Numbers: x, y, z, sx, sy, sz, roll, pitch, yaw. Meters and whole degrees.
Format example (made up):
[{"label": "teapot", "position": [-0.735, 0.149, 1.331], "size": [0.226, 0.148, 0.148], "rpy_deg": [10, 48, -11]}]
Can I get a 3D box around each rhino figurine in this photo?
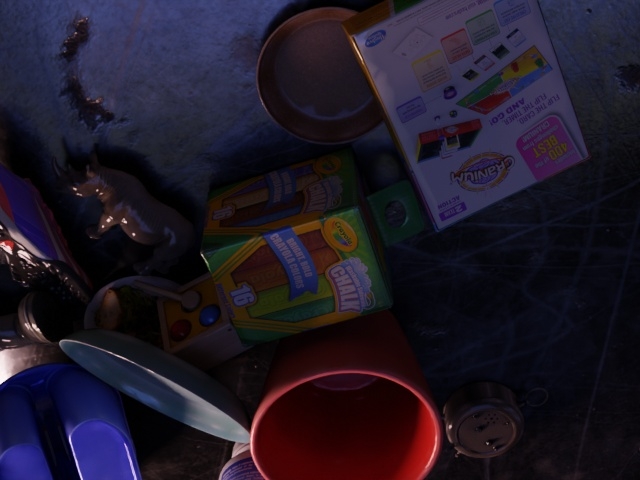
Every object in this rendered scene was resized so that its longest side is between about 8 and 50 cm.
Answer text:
[{"label": "rhino figurine", "position": [-0.285, -0.046, 1.496], "size": [0.243, 0.073, 0.106], "rpy_deg": [40, 117, -20]}]

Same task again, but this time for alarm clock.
[{"label": "alarm clock", "position": [0.287, 0.291, 1.717], "size": [0.192, 0.064, 0.129], "rpy_deg": [-29, 117, 12]}]

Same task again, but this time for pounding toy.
[{"label": "pounding toy", "position": [-0.189, 0.107, 1.532], "size": [0.130, 0.141, 0.100], "rpy_deg": [-28, 138, 11]}]

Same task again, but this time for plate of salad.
[{"label": "plate of salad", "position": [-0.270, 0.143, 1.625], "size": [0.200, 0.048, 0.199], "rpy_deg": [-1, 121, -1]}]

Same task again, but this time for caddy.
[{"label": "caddy", "position": [-0.419, 0.356, 1.681], "size": [0.241, 0.179, 0.341], "rpy_deg": [-17, 124, -16]}]

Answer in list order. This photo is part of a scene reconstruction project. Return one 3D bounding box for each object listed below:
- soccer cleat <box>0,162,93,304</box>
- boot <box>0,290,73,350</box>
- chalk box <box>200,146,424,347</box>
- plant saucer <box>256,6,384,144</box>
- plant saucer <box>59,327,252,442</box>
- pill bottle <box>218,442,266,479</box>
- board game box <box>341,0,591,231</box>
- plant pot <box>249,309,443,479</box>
[{"label": "soccer cleat", "position": [-0.420, -0.020, 1.499], "size": [0.109, 0.116, 0.318], "rpy_deg": [-4, 143, 31]}, {"label": "boot", "position": [-0.497, 0.133, 1.571], "size": [0.209, 0.076, 0.189], "rpy_deg": [-1, 156, 3]}, {"label": "chalk box", "position": [0.000, 0.000, 1.465], "size": [0.289, 0.179, 0.180], "rpy_deg": [-17, 121, 9]}, {"label": "plant saucer", "position": [0.013, -0.226, 1.412], "size": [0.199, 0.036, 0.198], "rpy_deg": [0, 121, 0]}, {"label": "plant saucer", "position": [-0.235, 0.209, 1.539], "size": [0.318, 0.043, 0.317], "rpy_deg": [23, 160, 9]}, {"label": "pill bottle", "position": [-0.093, 0.432, 1.671], "size": [0.152, 0.272, 0.152], "rpy_deg": [0, 121, 0]}, {"label": "board game box", "position": [0.199, -0.197, 1.389], "size": [0.242, 0.064, 0.316], "rpy_deg": [-26, 119, 1]}, {"label": "plant pot", "position": [0.035, 0.222, 1.563], "size": [0.275, 0.243, 0.274], "rpy_deg": [0, 122, -1]}]
